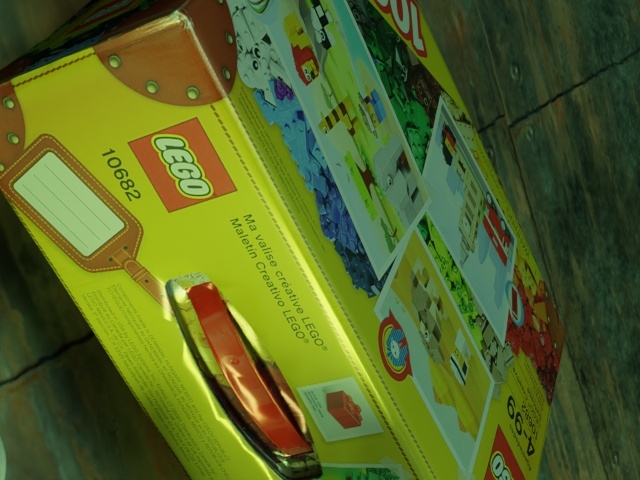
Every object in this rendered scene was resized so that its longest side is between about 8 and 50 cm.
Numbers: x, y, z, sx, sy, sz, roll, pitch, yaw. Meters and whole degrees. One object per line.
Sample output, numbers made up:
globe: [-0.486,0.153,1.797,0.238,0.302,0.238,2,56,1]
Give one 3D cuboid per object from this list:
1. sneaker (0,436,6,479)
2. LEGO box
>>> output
sneaker: [-0.287,0.103,0.619,0.366,0.210,0.137,27,64,-45]
LEGO box: [0.000,0.000,0.933,0.500,0.193,0.372,62,30,-23]
